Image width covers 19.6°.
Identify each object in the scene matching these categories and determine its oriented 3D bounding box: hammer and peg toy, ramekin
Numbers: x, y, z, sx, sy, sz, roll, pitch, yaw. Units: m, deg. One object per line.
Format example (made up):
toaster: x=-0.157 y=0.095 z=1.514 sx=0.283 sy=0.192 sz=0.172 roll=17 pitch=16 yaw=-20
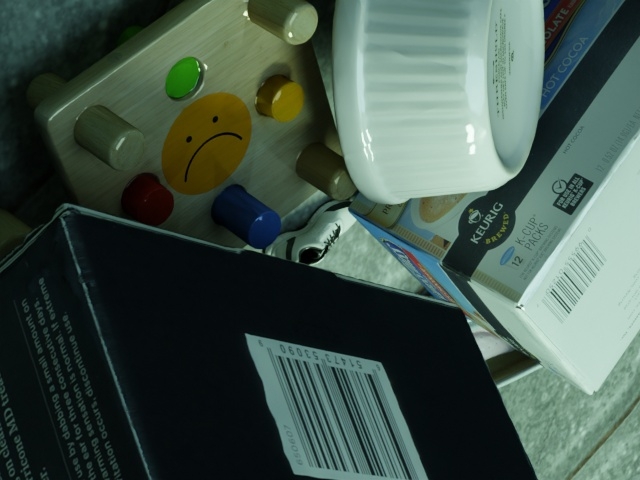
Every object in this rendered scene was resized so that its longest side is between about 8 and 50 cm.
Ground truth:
hammer and peg toy: x=-0.140 y=-0.049 z=1.542 sx=0.361 sy=0.127 sz=0.266 roll=-39 pitch=138 yaw=-20
ramekin: x=0.112 y=-0.163 z=1.622 sx=0.273 sy=0.127 sz=0.272 roll=3 pitch=90 yaw=-71

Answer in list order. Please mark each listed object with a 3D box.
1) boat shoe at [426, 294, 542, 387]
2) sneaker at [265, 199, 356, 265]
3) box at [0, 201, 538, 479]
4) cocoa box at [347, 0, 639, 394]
boat shoe: x=0.163 y=0.119 z=1.963 sx=0.320 sy=0.103 sz=0.118 roll=-20 pitch=128 yaw=-35
sneaker: x=0.000 y=0.000 z=1.774 sx=0.109 sy=0.044 sz=0.040 roll=-36 pitch=133 yaw=-25
box: x=-0.140 y=0.256 z=1.476 sx=0.472 sy=0.297 sz=0.480 roll=-39 pitch=147 yaw=28
cocoa box: x=0.243 y=-0.076 z=1.809 sx=0.347 sy=0.228 sz=0.231 roll=-54 pitch=144 yaw=-6
